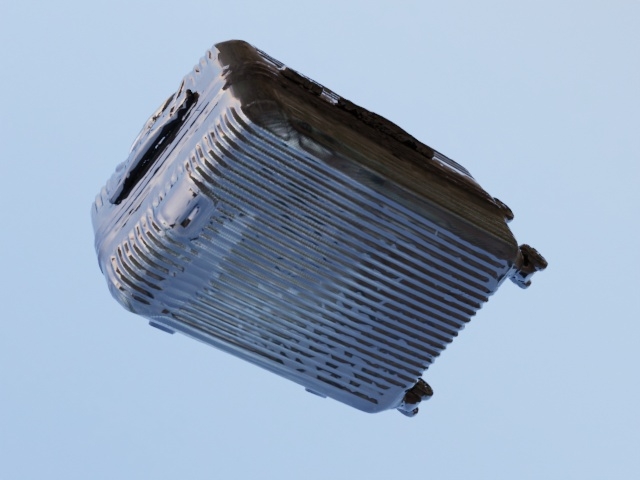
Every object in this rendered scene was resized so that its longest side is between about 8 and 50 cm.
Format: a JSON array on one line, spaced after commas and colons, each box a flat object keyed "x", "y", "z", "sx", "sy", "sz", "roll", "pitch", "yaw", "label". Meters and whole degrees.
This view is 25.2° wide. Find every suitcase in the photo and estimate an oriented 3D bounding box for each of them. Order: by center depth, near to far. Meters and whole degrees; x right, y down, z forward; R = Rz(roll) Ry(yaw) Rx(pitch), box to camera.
[{"x": 0.000, "y": 0.000, "z": 1.054, "sx": 0.312, "sy": 0.202, "sz": 0.128, "roll": 28, "pitch": -158, "yaw": -33, "label": "suitcase"}]
